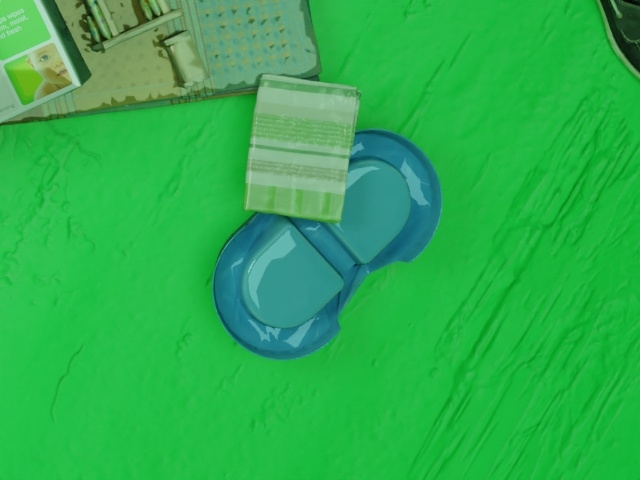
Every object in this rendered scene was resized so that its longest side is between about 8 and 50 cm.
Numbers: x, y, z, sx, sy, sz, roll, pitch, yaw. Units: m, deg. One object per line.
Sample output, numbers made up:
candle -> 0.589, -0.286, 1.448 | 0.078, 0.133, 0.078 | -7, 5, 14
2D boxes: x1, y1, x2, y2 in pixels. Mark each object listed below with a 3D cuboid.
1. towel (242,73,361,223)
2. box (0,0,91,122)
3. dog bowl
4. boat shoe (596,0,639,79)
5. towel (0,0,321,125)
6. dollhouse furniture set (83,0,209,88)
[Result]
towel -> -0.021, -0.099, 1.552 | 0.113, 0.023, 0.152 | 8, 86, 1
box -> -0.398, -0.210, 1.421 | 0.262, 0.127, 0.231 | -24, 103, 0
dog bowl -> 0.000, 0.000, 1.613 | 0.297, 0.074, 0.166 | -44, 107, -6
boat shoe -> 0.381, -0.268, 1.680 | 0.084, 0.079, 0.233 | -35, 107, -10
towel -> -0.197, -0.277, 1.536 | 0.370, 0.040, 0.271 | -10, 100, -12
dollhouse furniture set -> -0.188, -0.226, 1.441 | 0.101, 0.161, 0.182 | -25, 103, -9
